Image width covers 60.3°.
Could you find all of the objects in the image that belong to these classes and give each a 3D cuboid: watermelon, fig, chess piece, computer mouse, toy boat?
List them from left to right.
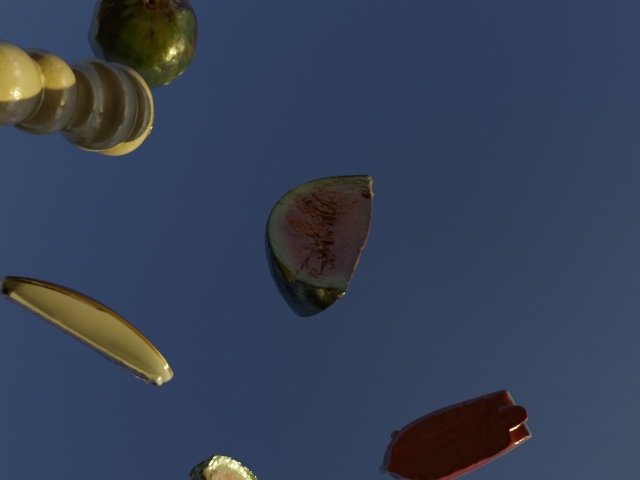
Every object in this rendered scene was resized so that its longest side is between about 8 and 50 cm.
[{"bbox_3d":[-0.232,-0.128,0.477,0.094,0.170,0.094,1,-88,18],"label":"chess piece"},{"bbox_3d":[-0.297,0.111,0.718,0.245,0.126,0.056,34,-115,-12],"label":"computer mouse"},{"bbox_3d":[-0.334,-0.371,1.030,0.195,0.245,0.195,3,-96,-28],"label":"fig"},{"bbox_3d":[-0.130,0.356,0.673,0.071,0.139,0.187,-11,-63,26],"label":"watermelon"},{"bbox_3d":[-0.013,-0.005,0.462,0.069,0.163,0.087,41,-56,-17],"label":"watermelon"},{"bbox_3d":[0.136,0.212,0.579,0.173,0.059,0.069,-29,-113,11],"label":"toy boat"}]
